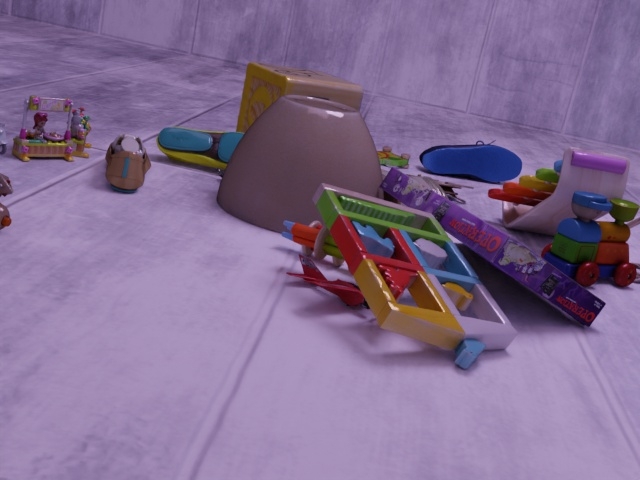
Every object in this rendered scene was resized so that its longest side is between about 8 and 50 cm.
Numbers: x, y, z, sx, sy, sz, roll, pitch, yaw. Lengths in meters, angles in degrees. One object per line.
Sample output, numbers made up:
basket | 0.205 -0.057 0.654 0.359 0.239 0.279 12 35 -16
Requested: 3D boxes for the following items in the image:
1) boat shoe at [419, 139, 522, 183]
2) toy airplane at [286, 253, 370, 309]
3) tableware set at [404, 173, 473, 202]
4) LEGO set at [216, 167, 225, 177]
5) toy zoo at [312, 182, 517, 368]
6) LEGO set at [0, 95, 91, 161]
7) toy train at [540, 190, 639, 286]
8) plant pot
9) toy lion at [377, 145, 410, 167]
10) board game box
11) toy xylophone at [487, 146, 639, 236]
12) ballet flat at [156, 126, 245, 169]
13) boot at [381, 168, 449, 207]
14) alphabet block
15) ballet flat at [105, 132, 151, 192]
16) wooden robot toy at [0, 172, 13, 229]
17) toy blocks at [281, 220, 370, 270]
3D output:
boat shoe | 0.370 -0.207 2.008 0.258 0.109 0.089 9 13 -15
toy airplane | 0.016 0.056 1.025 0.151 0.028 0.151 19 9 -3
tableware set | 0.213 -0.111 1.704 0.194 0.039 0.128 7 4 -35
LEGO set | -0.162 -0.114 1.489 0.054 0.023 0.083 25 8 32
toy zoo | 0.119 0.042 0.996 0.192 0.030 0.293 13 31 -30
LEGO set | -0.466 -0.210 1.434 0.132 0.107 0.287 18 18 19
toy train | 0.496 -0.005 1.361 0.248 0.143 0.105 2 20 -29
plant pot | -0.018 -0.136 1.357 0.284 0.191 0.284 11 16 -3
toy lion | 0.153 -0.199 1.968 0.096 0.034 0.100 -14 30 -42
board game box | 0.241 0.000 1.209 0.208 0.056 0.347 35 4 -28
toy xylophone | 0.463 -0.070 1.493 0.236 0.081 0.322 12 -14 -14
ballet flat | -0.198 -0.169 1.554 0.231 0.077 0.077 10 -24 3
boot | 0.126 -0.106 1.557 0.165 0.077 0.213 -4 28 -41
alphabet block | -0.050 -0.270 1.772 0.197 0.193 0.192 1 18 -32
ballet flat | -0.322 -0.144 1.377 0.080 0.073 0.232 7 17 -18
wooden robot toy | -0.418 -0.044 1.001 0.079 0.076 0.173 27 20 12
toy blocks | 0.000 0.000 1.120 0.148 0.054 0.123 19 -1 23
